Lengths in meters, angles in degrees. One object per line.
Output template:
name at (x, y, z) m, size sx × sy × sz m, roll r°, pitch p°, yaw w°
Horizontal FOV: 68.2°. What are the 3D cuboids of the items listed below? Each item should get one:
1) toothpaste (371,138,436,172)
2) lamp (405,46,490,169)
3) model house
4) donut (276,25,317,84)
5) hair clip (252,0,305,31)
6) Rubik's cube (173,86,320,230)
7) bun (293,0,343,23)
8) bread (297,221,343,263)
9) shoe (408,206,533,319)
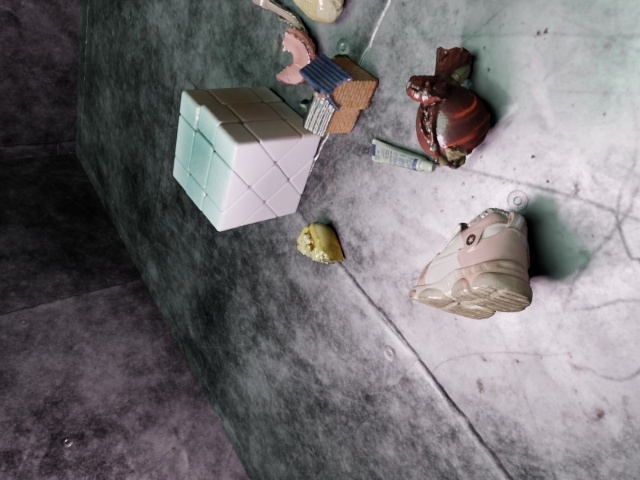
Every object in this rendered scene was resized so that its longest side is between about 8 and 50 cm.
toothpaste at (0.205, -0.210, 1.202) m, size 0.216 × 0.037 × 0.062 m, roll 28°, pitch 123°, yaw 46°
lamp at (0.284, -0.273, 1.002) m, size 0.151 × 0.215 × 0.223 m, roll 15°, pitch 137°, yaw 32°
model house at (0.019, -0.384, 1.258) m, size 0.166 × 0.172 × 0.183 m, roll 46°, pitch 134°, yaw 29°
donut at (-0.060, -0.527, 1.372) m, size 0.117 × 0.065 × 0.166 m, roll 28°, pitch 134°, yaw 9°
hair clip at (-0.108, -0.679, 1.412) m, size 0.226 × 0.072 × 0.034 m, roll 42°, pitch 139°, yaw 22°
Rubik's cube at (-0.241, -0.268, 1.489) m, size 0.316 × 0.319 × 0.322 m, roll 46°, pitch 134°, yaw 30°
bun at (-0.005, -0.669, 1.250) m, size 0.188 × 0.111 × 0.164 m, roll 50°, pitch 153°, yaw 24°
bread at (0.004, 0.000, 1.469) m, size 0.156 × 0.103 × 0.110 m, roll 24°, pitch 108°, yaw 37°
shoe at (0.339, 0.060, 1.049) m, size 0.351 × 0.172 × 0.198 m, roll 150°, pitch 139°, yaw -68°
